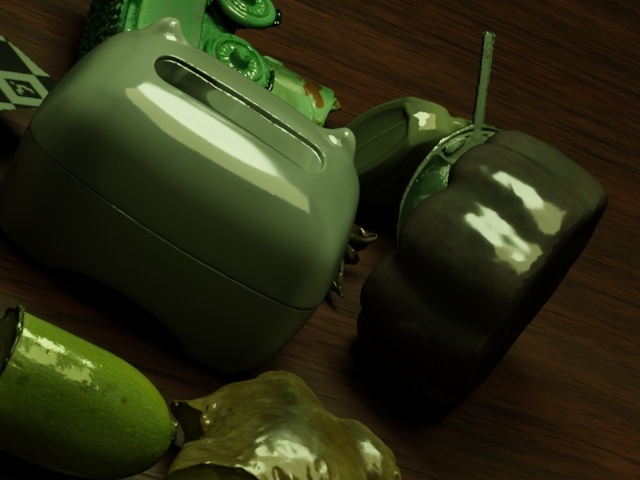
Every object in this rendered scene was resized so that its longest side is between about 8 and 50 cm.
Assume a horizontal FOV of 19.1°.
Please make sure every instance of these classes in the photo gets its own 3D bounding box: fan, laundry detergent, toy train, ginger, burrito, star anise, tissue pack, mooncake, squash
[{"bbox_3d":[0.195,-0.071,2.232,0.223,0.294,0.012,29,-3,-43],"label":"fan"},{"bbox_3d":[0.145,-0.089,2.292,0.253,0.181,0.091,18,52,-42],"label":"laundry detergent"},{"bbox_3d":[-0.160,-0.225,2.161,0.202,0.145,0.266,26,40,-20],"label":"toy train"},{"bbox_3d":[-0.034,0.186,1.705,0.218,0.123,0.270,13,30,2],"label":"ginger"},{"bbox_3d":[-0.102,-0.205,2.325,0.288,0.054,0.104,29,30,-16],"label":"burrito"},{"bbox_3d":[-0.011,-0.002,2.106,0.129,0.056,0.124,26,46,5],"label":"star anise"},{"bbox_3d":[-0.126,-0.051,1.859,0.333,0.236,0.229,32,29,-6],"label":"tissue pack"},{"bbox_3d":[0.168,0.029,2.020,0.154,0.306,0.306,36,27,14],"label":"mooncake"},{"bbox_3d":[-0.208,0.139,1.602,0.186,0.123,0.123,25,29,-22],"label":"squash"}]

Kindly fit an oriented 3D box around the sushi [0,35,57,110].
[{"bbox_3d":[-0.464,-0.197,1.905,0.339,0.069,0.320,40,25,20],"label":"sushi"}]
